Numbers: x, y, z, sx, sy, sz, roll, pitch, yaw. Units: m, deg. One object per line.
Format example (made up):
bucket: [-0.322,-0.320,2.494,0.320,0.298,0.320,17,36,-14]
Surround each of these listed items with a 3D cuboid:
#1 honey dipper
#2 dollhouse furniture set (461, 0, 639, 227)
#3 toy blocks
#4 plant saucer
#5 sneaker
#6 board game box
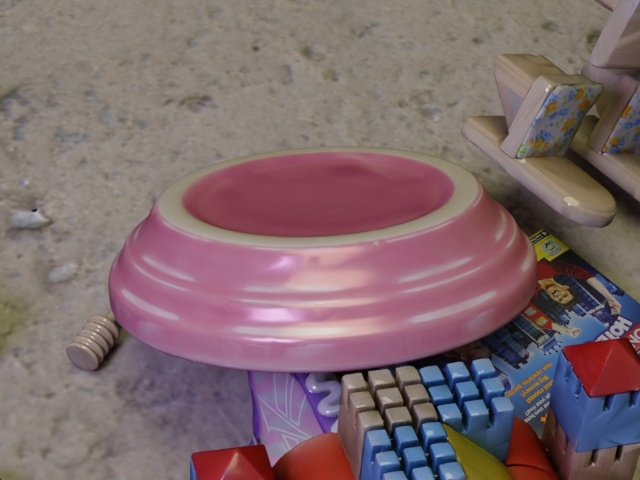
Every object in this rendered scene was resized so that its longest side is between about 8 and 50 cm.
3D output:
honey dipper: [-0.157,0.042,1.374,0.030,0.030,0.161,20,48,15]
dollhouse furniture set: [0.386,-0.176,1.380,0.394,0.362,0.256,-6,39,-48]
toy blocks: [0.064,0.192,1.066,0.381,0.261,0.191,-7,40,-14]
plant saucer: [0.000,0.000,1.281,0.332,0.084,0.332,-3,19,1]
sneaker: [-0.020,0.142,1.256,0.104,0.095,0.236,-38,50,-1]
board game box: [0.175,0.109,1.304,0.194,0.060,0.194,-32,58,-27]
